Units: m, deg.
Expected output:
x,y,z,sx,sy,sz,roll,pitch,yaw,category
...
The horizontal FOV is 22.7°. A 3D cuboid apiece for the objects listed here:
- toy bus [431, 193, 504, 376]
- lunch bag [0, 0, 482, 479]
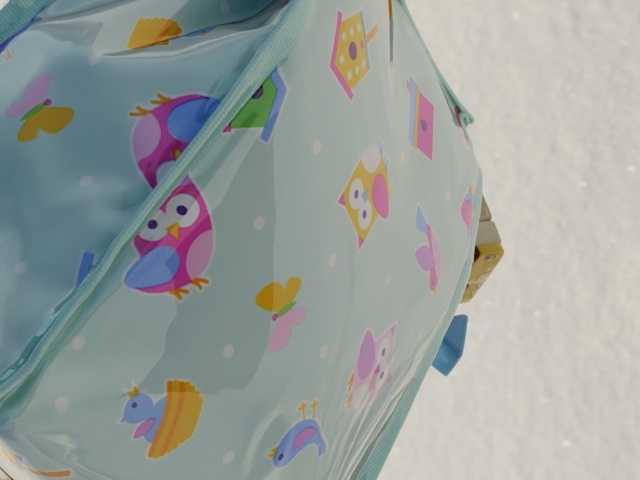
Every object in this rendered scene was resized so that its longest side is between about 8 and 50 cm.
x,y,z,sx,sy,sz,roll,pitch,yaw,category
0.013,0.003,1.032,0.191,0.202,0.104,-56,-5,-37,toy bus
-0.044,-0.006,0.633,0.160,0.223,0.262,20,66,37,lunch bag
